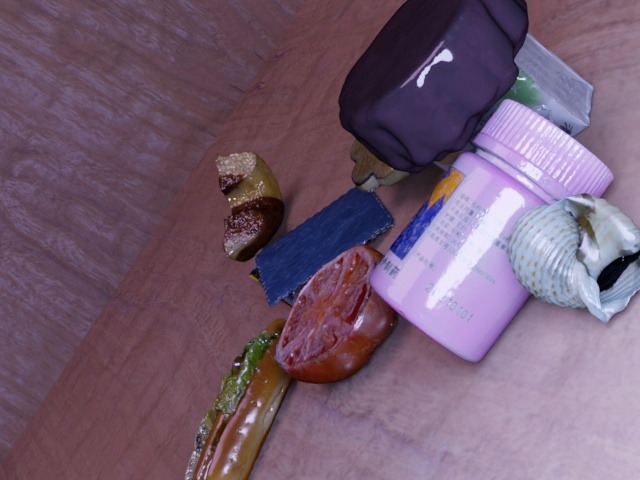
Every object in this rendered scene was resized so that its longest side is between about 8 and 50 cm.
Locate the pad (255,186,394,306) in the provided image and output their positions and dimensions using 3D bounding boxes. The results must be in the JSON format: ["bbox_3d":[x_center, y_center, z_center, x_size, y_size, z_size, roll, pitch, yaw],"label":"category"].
[{"bbox_3d":[0.000,0.000,1.960,0.269,0.012,0.269,-34,21,1],"label":"pad"}]

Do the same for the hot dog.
[{"bbox_3d":[-0.130,0.274,1.796,0.135,0.100,0.337,-23,37,59],"label":"hot dog"}]

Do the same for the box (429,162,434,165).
[{"bbox_3d":[0.221,-0.202,1.844,0.161,0.042,0.226,-61,19,-14],"label":"box"}]

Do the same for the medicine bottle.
[{"bbox_3d":[0.210,-0.011,1.326,0.291,0.178,0.178,-54,18,5],"label":"medicine bottle"}]

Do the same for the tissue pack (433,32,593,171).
[{"bbox_3d":[0.248,-0.164,1.526,0.229,0.159,0.145,-35,27,46],"label":"tissue pack"}]

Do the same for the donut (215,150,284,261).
[{"bbox_3d":[-0.142,-0.067,2.380,0.112,0.151,0.295,-27,48,24],"label":"donut"}]

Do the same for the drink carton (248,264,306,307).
[{"bbox_3d":[-0.080,0.078,2.056,0.056,0.071,0.165,-52,19,-3],"label":"drink carton"}]

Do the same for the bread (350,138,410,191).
[{"bbox_3d":[0.131,-0.191,1.893,0.207,0.056,0.287,-30,32,50],"label":"bread"}]

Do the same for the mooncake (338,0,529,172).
[{"bbox_3d":[0.155,-0.222,1.406,0.283,0.141,0.283,-46,21,24],"label":"mooncake"}]

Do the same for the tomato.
[{"bbox_3d":[0.039,0.126,1.646,0.237,0.095,0.237,-43,24,24],"label":"tomato"}]

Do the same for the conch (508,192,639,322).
[{"bbox_3d":[0.287,0.016,1.194,0.135,0.153,0.102,-45,-13,5],"label":"conch"}]
